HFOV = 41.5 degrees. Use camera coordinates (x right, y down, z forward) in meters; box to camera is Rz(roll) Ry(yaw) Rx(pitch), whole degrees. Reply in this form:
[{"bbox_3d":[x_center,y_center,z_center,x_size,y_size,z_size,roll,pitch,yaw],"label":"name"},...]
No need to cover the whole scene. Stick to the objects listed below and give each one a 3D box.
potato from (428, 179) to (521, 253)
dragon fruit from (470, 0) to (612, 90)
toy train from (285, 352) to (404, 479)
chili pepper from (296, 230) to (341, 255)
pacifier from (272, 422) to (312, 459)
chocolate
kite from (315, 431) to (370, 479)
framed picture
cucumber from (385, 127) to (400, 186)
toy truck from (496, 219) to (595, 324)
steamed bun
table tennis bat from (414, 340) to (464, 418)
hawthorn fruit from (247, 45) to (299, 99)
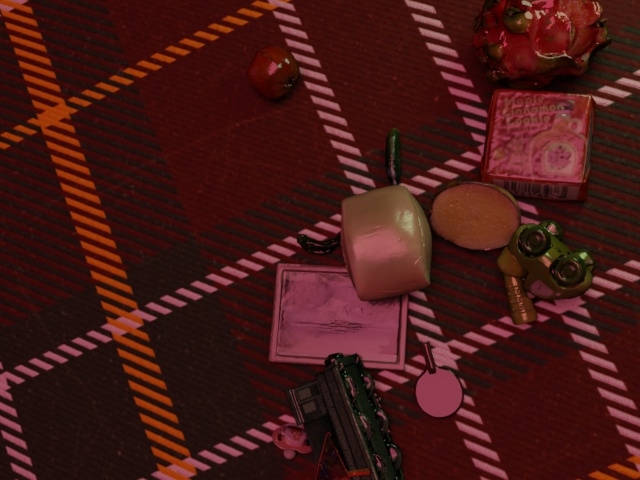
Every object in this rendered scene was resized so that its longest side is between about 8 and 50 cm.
[{"bbox_3d":[0.340,-0.060,1.858,0.200,0.081,0.164,12,112,11],"label":"potato"},{"bbox_3d":[0.477,-0.451,1.828,0.302,0.237,0.231,-17,95,-9],"label":"dragon fruit"},{"bbox_3d":[0.054,0.410,1.816,0.178,0.138,0.330,-24,79,23],"label":"toy train"},{"bbox_3d":[0.001,0.008,1.952,0.117,0.035,0.056,-5,95,17],"label":"chili pepper"},{"bbox_3d":[-0.062,0.451,1.876,0.099,0.081,0.078,12,117,-5],"label":"pacifier"},{"bbox_3d":[0.473,-0.215,1.843,0.237,0.108,0.235,7,80,16],"label":"chocolate"},{"bbox_3d":[0.041,0.492,1.750,0.159,0.010,0.190,-33,81,34],"label":"kite"},{"bbox_3d":[0.043,0.171,1.916,0.314,0.024,0.232,1,80,13],"label":"framed picture"},{"bbox_3d":[0.166,-0.188,1.948,0.037,0.037,0.155,-3,78,13],"label":"cucumber"},{"bbox_3d":[0.456,0.059,1.784,0.210,0.148,0.187,-35,81,29],"label":"toy truck"},{"bbox_3d":[0.142,-0.003,1.845,0.199,0.155,0.250,-12,70,7],"label":"steamed bun"},{"bbox_3d":[0.240,0.297,1.796,0.107,0.119,0.170,-17,78,9],"label":"table tennis bat"},{"bbox_3d":[-0.114,-0.402,2.018,0.128,0.128,0.128,-3,79,13],"label":"hawthorn fruit"}]
